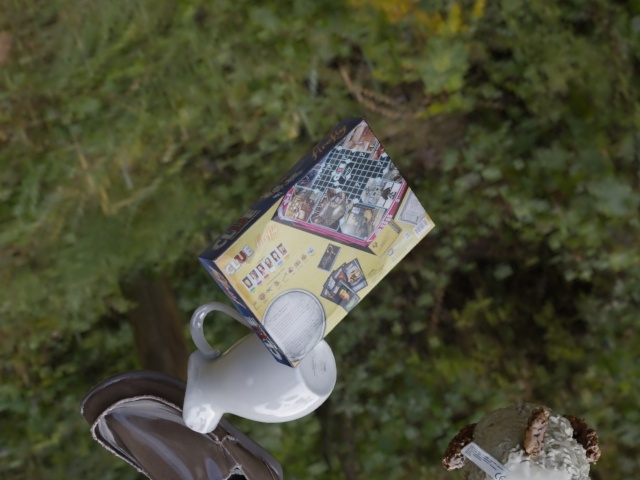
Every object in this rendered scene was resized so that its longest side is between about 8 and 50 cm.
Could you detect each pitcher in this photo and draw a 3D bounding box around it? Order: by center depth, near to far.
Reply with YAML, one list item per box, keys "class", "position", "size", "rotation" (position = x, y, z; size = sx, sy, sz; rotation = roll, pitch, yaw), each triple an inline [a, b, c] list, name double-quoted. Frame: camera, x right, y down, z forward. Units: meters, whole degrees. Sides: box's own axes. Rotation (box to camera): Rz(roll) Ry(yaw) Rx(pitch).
- class: "pitcher"
  position: [-0.089, 0.158, 1.861]
  size: [0.207, 0.177, 0.125]
  rotation: [-14, 170, 35]

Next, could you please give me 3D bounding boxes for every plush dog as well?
- class: "plush dog"
  position: [0.283, 0.299, 1.956]
  size: [0.262, 0.210, 0.225]
  rotation: [0, -165, 2]

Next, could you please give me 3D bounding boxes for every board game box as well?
- class: "board game box"
  position: [0.000, 0.000, 1.575]
  size: [0.243, 0.165, 0.042]
  rotation: [-44, -155, -19]

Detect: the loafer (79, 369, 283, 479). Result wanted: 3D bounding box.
- class: "loafer"
  position: [-0.180, 0.307, 1.983]
  size: [0.366, 0.130, 0.134]
  rotation: [35, 111, -31]
